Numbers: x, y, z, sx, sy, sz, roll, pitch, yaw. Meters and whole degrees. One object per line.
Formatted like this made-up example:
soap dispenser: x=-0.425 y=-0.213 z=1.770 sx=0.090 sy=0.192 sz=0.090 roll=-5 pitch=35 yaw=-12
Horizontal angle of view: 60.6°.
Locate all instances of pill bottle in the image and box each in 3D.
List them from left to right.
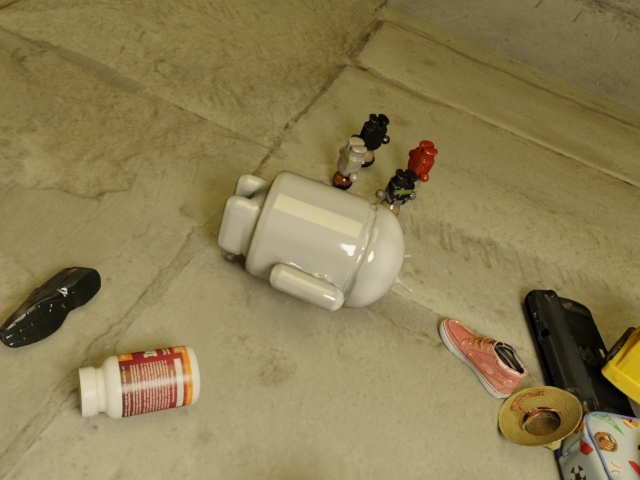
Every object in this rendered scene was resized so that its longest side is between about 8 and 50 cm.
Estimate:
pill bottle: x=-0.250 y=0.197 z=0.756 sx=0.152 sy=0.086 sz=0.086 roll=-4 pitch=47 yaw=-27

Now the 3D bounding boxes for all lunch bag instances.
lunch bag: x=0.513 y=0.421 z=0.830 sx=0.243 sy=0.115 sz=0.303 roll=15 pitch=41 yaw=-12

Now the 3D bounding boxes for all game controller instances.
game controller: x=0.507 y=0.232 z=1.080 sx=0.166 sy=0.067 sz=0.319 roll=25 pitch=39 yaw=-19

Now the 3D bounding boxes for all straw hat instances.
straw hat: x=0.374 y=0.312 z=0.915 sx=0.144 sy=0.144 sz=0.061 roll=-45 pitch=113 yaw=-47

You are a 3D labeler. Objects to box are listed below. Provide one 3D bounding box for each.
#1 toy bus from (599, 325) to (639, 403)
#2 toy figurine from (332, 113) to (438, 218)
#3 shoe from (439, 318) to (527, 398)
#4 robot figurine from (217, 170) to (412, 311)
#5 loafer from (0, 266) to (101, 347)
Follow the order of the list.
toy bus: x=0.638 y=0.182 z=0.991 sx=0.149 sy=0.211 sz=0.220 roll=36 pitch=30 yaw=29
toy figurine: x=0.145 y=-0.168 z=1.283 sx=0.213 sy=0.148 sz=0.209 roll=31 pitch=47 yaw=7
shoe: x=0.295 y=0.195 z=0.997 sx=0.063 sy=0.081 sz=0.178 roll=-15 pitch=53 yaw=-35
robot figurine: x=0.000 y=0.000 z=0.988 sx=0.353 sy=0.200 sz=0.300 roll=20 pitch=42 yaw=-3
loafer: x=-0.412 y=0.097 z=0.824 sx=0.061 sy=0.062 sz=0.170 roll=12 pitch=33 yaw=23
